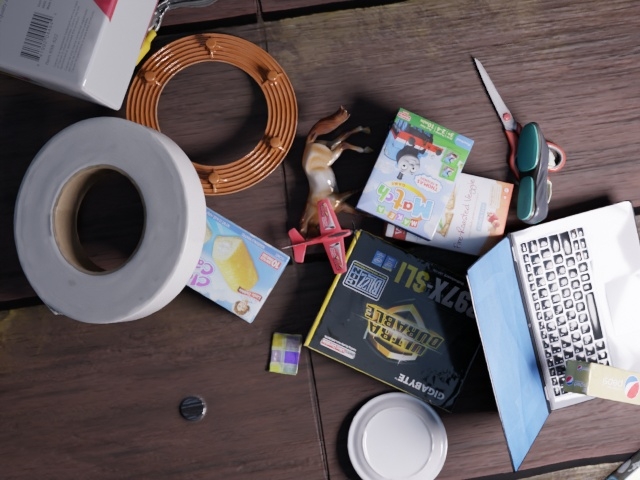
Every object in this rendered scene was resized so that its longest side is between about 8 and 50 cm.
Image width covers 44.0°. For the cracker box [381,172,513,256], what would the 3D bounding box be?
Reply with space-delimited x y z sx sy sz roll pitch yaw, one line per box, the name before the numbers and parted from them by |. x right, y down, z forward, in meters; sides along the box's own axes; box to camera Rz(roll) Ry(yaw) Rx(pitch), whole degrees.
cracker box | 0.252 -0.060 1.583 0.232 0.067 0.156 11 89 -2

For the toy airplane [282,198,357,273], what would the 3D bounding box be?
toy airplane | 0.000 0.000 1.543 0.151 0.028 0.151 0 90 6

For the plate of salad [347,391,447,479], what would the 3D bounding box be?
plate of salad | 0.154 0.407 1.592 0.200 0.048 0.200 0 80 1

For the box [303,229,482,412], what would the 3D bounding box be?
box | 0.163 0.158 1.577 0.322 0.079 0.257 26 87 -2

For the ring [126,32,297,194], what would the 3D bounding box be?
ring | -0.211 -0.254 1.550 0.336 0.032 0.337 1 79 -6

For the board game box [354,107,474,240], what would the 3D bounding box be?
board game box | 0.181 -0.127 1.528 0.160 0.039 0.211 24 87 -2

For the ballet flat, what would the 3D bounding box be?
ballet flat | 0.431 -0.132 1.577 0.074 0.074 0.203 4 85 -2

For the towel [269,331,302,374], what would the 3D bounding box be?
towel | -0.071 0.228 1.600 0.060 0.009 0.083 9 90 -3

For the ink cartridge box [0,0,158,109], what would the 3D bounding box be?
ink cartridge box | -0.526 -0.439 1.468 0.384 0.160 0.279 19 89 11

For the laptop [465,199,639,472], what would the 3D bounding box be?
laptop | 0.479 0.165 1.490 0.408 0.236 0.382 -15 98 -2

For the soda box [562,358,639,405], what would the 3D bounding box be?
soda box | 0.539 0.267 1.480 0.181 0.058 0.061 15 81 -31

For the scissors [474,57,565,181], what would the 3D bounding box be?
scissors | 0.380 -0.230 1.610 0.109 0.021 0.297 -43 93 1

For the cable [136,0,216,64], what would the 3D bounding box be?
cable | -0.330 -0.456 1.580 0.287 0.072 0.139 -38 74 -14

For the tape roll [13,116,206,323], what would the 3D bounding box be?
tape roll | -0.400 -0.035 1.489 0.392 0.072 0.392 -1 88 20

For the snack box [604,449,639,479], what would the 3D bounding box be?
snack box | 0.704 0.513 1.606 0.322 0.060 0.187 -39 92 -2

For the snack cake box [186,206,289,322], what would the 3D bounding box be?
snack cake box | -0.209 0.030 1.555 0.264 0.089 0.152 31 88 -2

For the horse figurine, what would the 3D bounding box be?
horse figurine | 0.027 -0.130 1.571 0.174 0.066 0.263 -9 98 5
